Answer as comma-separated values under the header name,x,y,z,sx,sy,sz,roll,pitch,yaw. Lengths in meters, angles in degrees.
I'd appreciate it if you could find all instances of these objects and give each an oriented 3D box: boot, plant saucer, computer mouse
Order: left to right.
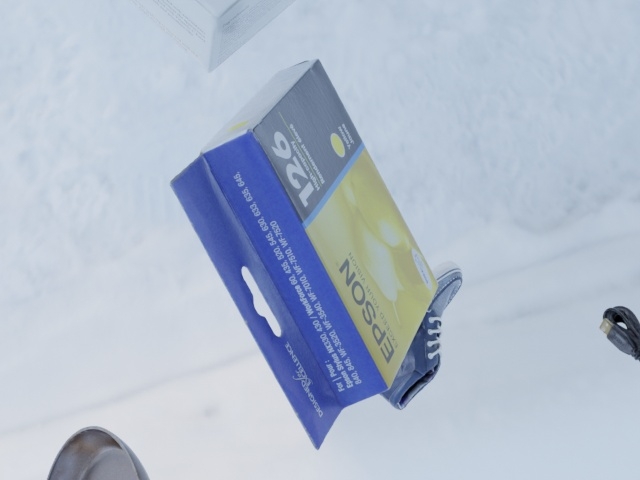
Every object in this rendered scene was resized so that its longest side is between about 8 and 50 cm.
name,x,y,z,sx,sy,sz,roll,pitch,yaw
plant saucer,-0.295,0.407,1.680,0.050,0.310,0.310,7,117,-38
boot,0.130,0.118,1.538,0.190,0.086,0.069,-49,148,-2
computer mouse,0.371,0.051,1.234,0.193,0.106,0.042,-44,131,-3

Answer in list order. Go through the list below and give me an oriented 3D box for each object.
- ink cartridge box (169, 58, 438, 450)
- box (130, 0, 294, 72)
name,x,y,z,sx,sy,sz,roll,pitch,yaw
ink cartridge box,0.000,0.000,1.264,0.072,0.307,0.303,-20,109,24
box,-0.113,-0.310,1.299,0.181,0.119,0.182,43,69,8
